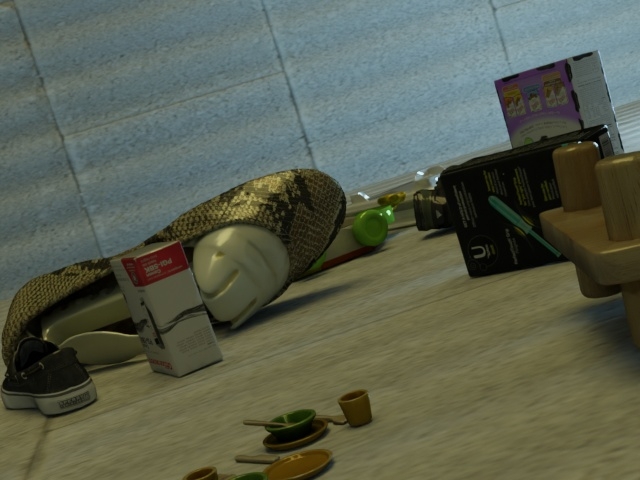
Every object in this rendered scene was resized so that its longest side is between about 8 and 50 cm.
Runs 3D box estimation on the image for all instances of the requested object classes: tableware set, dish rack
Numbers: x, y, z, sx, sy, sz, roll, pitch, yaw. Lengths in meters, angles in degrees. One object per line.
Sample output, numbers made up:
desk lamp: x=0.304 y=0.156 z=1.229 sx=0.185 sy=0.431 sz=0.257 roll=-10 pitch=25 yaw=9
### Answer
tableware set: x=-0.027 y=0.135 z=0.688 sx=0.154 sy=0.024 sz=0.104 roll=-21 pitch=8 yaw=-41
dish rack: x=0.207 y=-0.092 z=1.924 sx=0.333 sy=0.072 sz=0.285 roll=-21 pitch=6 yaw=-43

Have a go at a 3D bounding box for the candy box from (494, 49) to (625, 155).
candy box: x=0.359 y=-0.167 z=1.556 sx=0.070 sy=0.196 sz=0.165 roll=-19 pitch=7 yaw=-28

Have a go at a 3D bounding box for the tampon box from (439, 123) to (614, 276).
tampon box: x=0.233 y=-0.042 z=1.122 sx=0.161 sy=0.120 sz=0.101 roll=-13 pitch=8 yaw=35

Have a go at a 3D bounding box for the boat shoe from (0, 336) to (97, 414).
boat shoe: x=-0.313 y=0.144 z=1.160 sx=0.080 sy=0.076 sz=0.228 roll=-20 pitch=7 yaw=-25

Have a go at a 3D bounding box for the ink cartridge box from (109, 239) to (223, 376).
ink cartridge box: x=-0.167 y=0.073 z=1.121 sx=0.056 sy=0.135 sz=0.099 roll=-23 pitch=8 yaw=-25

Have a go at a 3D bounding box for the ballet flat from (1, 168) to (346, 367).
ballet flat: x=-0.185 y=0.067 z=1.308 sx=0.482 sy=0.164 sz=0.182 roll=-22 pitch=27 yaw=10

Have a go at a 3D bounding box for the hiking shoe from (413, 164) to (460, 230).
hiking shoe: x=0.231 y=-0.063 z=1.617 sx=0.114 sy=0.086 sz=0.227 roll=2 pitch=20 yaw=29

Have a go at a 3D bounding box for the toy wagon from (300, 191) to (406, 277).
toy wagon: x=0.000 y=0.000 z=1.662 sx=0.344 sy=0.068 sz=0.267 roll=-20 pitch=7 yaw=-30

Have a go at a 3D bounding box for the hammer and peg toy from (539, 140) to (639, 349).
hammer and peg toy: x=0.348 y=-0.036 z=0.731 sx=0.361 sy=0.127 sz=0.266 roll=-13 pitch=6 yaw=5
